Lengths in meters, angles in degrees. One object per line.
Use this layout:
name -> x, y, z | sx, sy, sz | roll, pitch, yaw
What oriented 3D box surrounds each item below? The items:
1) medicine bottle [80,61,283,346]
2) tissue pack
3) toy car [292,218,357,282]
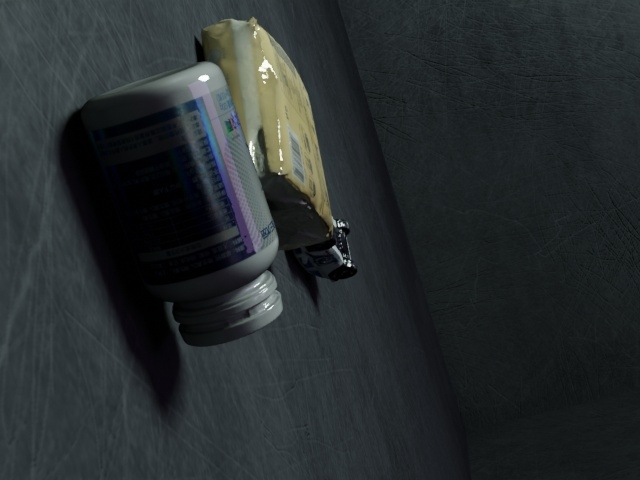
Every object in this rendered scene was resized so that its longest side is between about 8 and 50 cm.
medicine bottle -> -0.094, -0.025, 0.721 | 0.107, 0.107, 0.191 | -73, 146, -73
tissue pack -> -0.061, -0.119, 1.121 | 0.186, 0.090, 0.222 | 52, 23, -61
toy car -> 0.000, 0.000, 1.337 | 0.170, 0.070, 0.080 | 54, 23, -61
